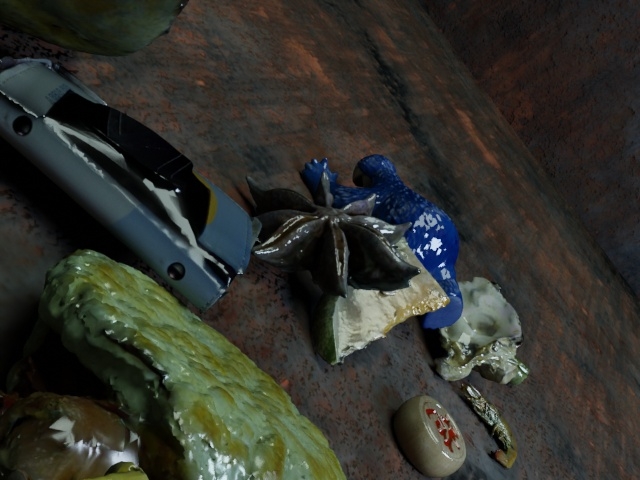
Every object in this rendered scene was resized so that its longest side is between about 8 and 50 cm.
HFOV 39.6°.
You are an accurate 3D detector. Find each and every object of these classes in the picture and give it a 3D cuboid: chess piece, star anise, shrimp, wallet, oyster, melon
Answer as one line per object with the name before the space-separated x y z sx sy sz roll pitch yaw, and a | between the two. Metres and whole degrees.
chess piece | 0.109 0.196 0.887 0.083 0.038 0.084 45 22 -24
star anise | 0.000 0.000 0.868 0.204 0.061 0.181 19 30 8
shrimp | 0.203 0.223 1.061 0.114 0.023 0.083 52 23 -14
wallet | -0.147 -0.057 0.676 0.231 0.069 0.170 42 14 -12
oyster | 0.181 0.119 1.127 0.163 0.081 0.191 41 32 19
melon | 0.046 0.061 0.902 0.182 0.054 0.098 -22 63 -44

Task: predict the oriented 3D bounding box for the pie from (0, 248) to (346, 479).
pie | -0.074 0.116 0.546 0.274 0.105 0.257 46 12 -21

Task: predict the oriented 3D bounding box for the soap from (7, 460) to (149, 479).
soap | -0.092 0.210 0.312 0.076 0.135 0.233 19 40 -56

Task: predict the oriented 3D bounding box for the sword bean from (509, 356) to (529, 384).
sword bean | 0.199 0.101 1.229 0.269 0.038 0.043 49 46 -11

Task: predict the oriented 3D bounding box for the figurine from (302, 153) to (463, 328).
figurine | 0.097 -0.019 1.085 0.164 0.120 0.262 19 37 -50

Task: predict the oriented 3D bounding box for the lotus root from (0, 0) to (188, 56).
lotus root | -0.247 -0.302 0.663 0.346 0.250 0.251 33 29 -40
